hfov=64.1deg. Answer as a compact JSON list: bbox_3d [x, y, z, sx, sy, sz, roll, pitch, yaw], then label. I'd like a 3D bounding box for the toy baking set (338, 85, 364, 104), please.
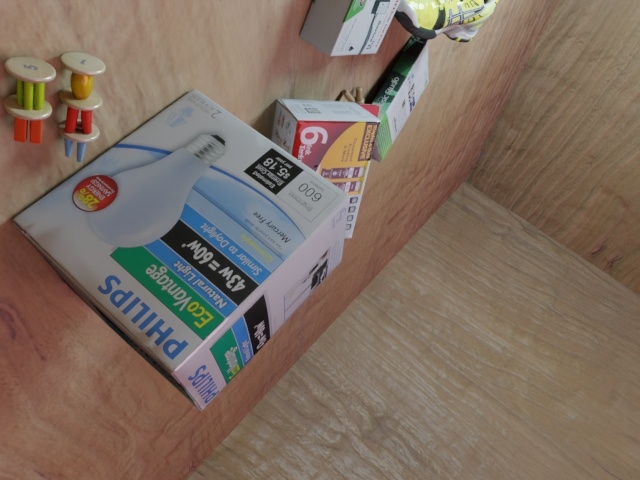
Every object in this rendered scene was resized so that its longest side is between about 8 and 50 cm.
[{"bbox_3d":[0.050,-0.310,1.432,0.196,0.030,0.256,-40,154,-14],"label":"toy baking set"}]

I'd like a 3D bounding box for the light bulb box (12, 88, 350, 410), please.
[{"bbox_3d":[-0.203,0.006,0.838,0.361,0.358,0.225,-46,160,-24],"label":"light bulb box"}]

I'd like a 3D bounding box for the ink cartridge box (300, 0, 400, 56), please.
[{"bbox_3d":[0.070,-0.471,1.055,0.208,0.087,0.153,-32,154,-52],"label":"ink cartridge box"}]

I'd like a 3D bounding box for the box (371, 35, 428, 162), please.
[{"bbox_3d":[0.230,-0.422,1.556,0.322,0.058,0.232,-61,163,-7],"label":"box"}]

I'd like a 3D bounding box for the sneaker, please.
[{"bbox_3d":[0.296,-0.584,1.237,0.384,0.145,0.147,-22,163,-44],"label":"sneaker"}]

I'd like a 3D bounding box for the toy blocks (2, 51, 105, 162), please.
[{"bbox_3d":[-0.342,-0.159,0.659,0.123,0.054,0.148,-33,155,-49],"label":"toy blocks"}]

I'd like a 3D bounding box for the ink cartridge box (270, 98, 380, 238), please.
[{"bbox_3d":[0.021,-0.159,1.199,0.271,0.130,0.310,-6,126,-26],"label":"ink cartridge box"}]
